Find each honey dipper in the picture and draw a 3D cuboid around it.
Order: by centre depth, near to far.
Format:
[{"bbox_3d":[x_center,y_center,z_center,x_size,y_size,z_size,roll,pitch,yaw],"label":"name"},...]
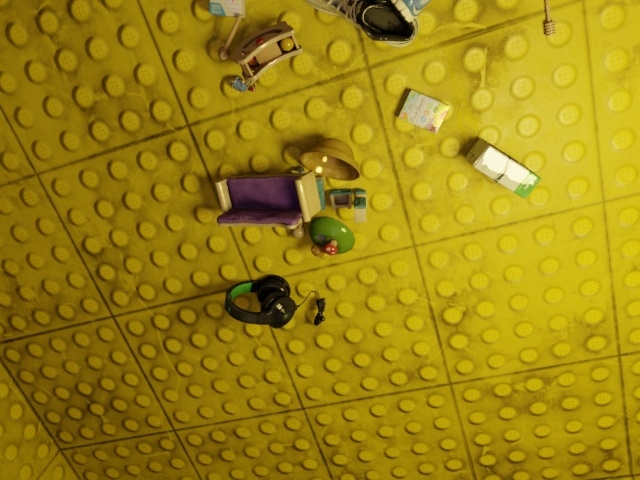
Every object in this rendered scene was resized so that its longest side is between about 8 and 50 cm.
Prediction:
[{"bbox_3d":[0.689,-0.706,1.431,0.031,0.030,0.160,-12,107,11],"label":"honey dipper"}]

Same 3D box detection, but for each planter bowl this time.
[{"bbox_3d":[0.044,-0.290,1.623,0.218,0.217,0.090,18,78,-1],"label":"planter bowl"}]

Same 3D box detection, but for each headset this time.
[{"bbox_3d":[-0.172,0.259,1.838,0.395,0.243,0.185,1,116,-15],"label":"headset"}]

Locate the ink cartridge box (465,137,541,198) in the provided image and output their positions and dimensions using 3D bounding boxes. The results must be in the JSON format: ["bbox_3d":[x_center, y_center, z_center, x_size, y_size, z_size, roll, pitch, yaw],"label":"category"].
[{"bbox_3d":[0.600,-0.243,1.569,0.209,0.153,0.086,30,112,-7],"label":"ink cartridge box"}]

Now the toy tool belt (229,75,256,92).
[{"bbox_3d":[-0.264,-0.526,1.605,0.083,0.051,0.052,25,114,-4],"label":"toy tool belt"}]

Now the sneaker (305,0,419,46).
[{"bbox_3d":[0.096,-0.715,1.370,0.448,0.257,0.169,27,113,-5],"label":"sneaker"}]

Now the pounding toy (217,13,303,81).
[{"bbox_3d":[-0.206,-0.613,1.479,0.270,0.154,0.154,-17,137,13],"label":"pounding toy"}]

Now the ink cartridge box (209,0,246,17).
[{"bbox_3d":[-0.290,-0.803,1.484,0.105,0.061,0.181,7,113,3],"label":"ink cartridge box"}]

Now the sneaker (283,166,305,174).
[{"bbox_3d":[-0.096,-0.249,1.718,0.084,0.031,0.035,-11,98,7],"label":"sneaker"}]

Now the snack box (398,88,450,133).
[{"bbox_3d":[0.345,-0.431,1.581,0.141,0.037,0.100,23,113,-3],"label":"snack box"}]

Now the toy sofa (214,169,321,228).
[{"bbox_3d":[-0.197,-0.144,1.632,0.363,0.177,0.150,3,115,29],"label":"toy sofa"}]

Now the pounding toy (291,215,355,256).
[{"bbox_3d":[0.000,0.000,1.726,0.237,0.110,0.182,26,146,3],"label":"pounding toy"}]

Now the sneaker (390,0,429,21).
[{"bbox_3d":[0.298,-0.729,1.310,0.147,0.329,0.130,-26,122,40],"label":"sneaker"}]

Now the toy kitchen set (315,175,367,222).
[{"bbox_3d":[0.058,-0.146,1.661,0.208,0.166,0.122,-2,118,8],"label":"toy kitchen set"}]
